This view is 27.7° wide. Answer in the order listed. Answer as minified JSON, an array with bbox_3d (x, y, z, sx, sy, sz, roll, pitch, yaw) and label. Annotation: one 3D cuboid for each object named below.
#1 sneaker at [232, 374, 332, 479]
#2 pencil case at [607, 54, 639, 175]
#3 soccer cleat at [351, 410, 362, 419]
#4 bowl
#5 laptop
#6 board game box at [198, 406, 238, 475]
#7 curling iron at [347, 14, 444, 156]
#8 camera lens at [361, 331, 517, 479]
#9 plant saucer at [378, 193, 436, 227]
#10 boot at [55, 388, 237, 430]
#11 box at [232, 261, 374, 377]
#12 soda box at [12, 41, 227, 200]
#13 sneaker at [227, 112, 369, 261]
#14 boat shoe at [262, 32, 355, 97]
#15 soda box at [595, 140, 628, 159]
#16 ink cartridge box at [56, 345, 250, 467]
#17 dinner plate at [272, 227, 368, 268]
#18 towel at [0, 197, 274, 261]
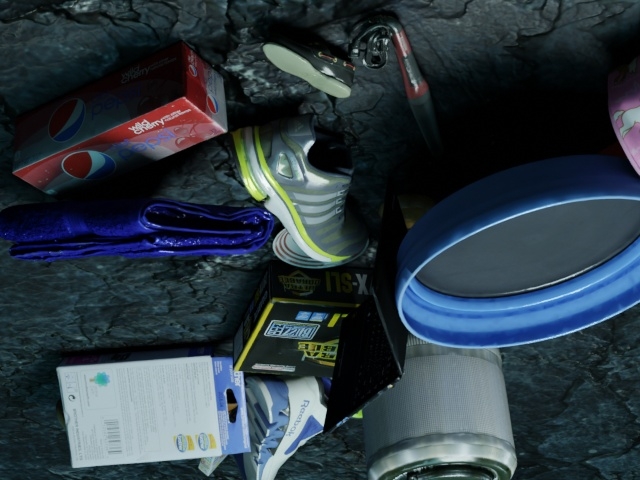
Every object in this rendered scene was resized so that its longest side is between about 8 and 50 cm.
[{"bbox_3d":[-0.048,0.328,2.292,0.182,0.127,0.316,-14,147,-23],"label":"sneaker"},{"bbox_3d":[0.524,-0.201,1.477,0.386,0.160,0.167,-28,142,34],"label":"pencil case"},{"bbox_3d":[0.085,0.312,2.404,0.178,0.060,0.072,7,150,-23],"label":"soccer cleat"},{"bbox_3d":[0.282,0.020,1.685,0.391,0.077,0.391,-9,150,-5],"label":"bowl"},{"bbox_3d":[0.052,0.093,1.785,0.136,0.234,0.264,35,128,-18],"label":"laptop"},{"bbox_3d":[-0.179,0.373,2.441,0.026,0.103,0.154,38,150,11],"label":"board game box"},{"bbox_3d":[0.103,-0.185,1.577,0.068,0.035,0.274,-11,149,20],"label":"curling iron"},{"bbox_3d":[0.170,0.247,1.938,0.219,0.274,0.219,-3,150,-2],"label":"camera lens"},{"bbox_3d":[0.125,-0.038,1.849,0.083,0.015,0.083,-3,149,-2],"label":"plant saucer"},{"bbox_3d":[-0.297,0.292,2.279,0.283,0.109,0.220,25,135,-30],"label":"boot"},{"bbox_3d":[0.042,0.137,2.081,0.321,0.079,0.257,6,147,-16],"label":"box"},{"bbox_3d":[-0.244,-0.140,1.563,0.263,0.084,0.092,-20,147,24],"label":"soda box"},{"bbox_3d":[0.001,-0.066,1.701,0.121,0.111,0.300,-20,148,20],"label":"sneaker"},{"bbox_3d":[-0.013,-0.211,1.514,0.133,0.042,0.049,24,165,-37],"label":"boat shoe"},{"bbox_3d":[0.430,-0.081,1.736,0.098,0.091,0.286,18,143,-35],"label":"soda box"},{"bbox_3d":[-0.278,0.280,2.199,0.311,0.186,0.065,-4,-165,3],"label":"ink cartridge box"},{"bbox_3d":[0.000,0.000,1.899,0.141,0.017,0.141,-4,151,-2],"label":"dinner plate"},{"bbox_3d":[-0.241,-0.008,1.658,0.308,0.076,0.227,-1,176,42],"label":"towel"}]
